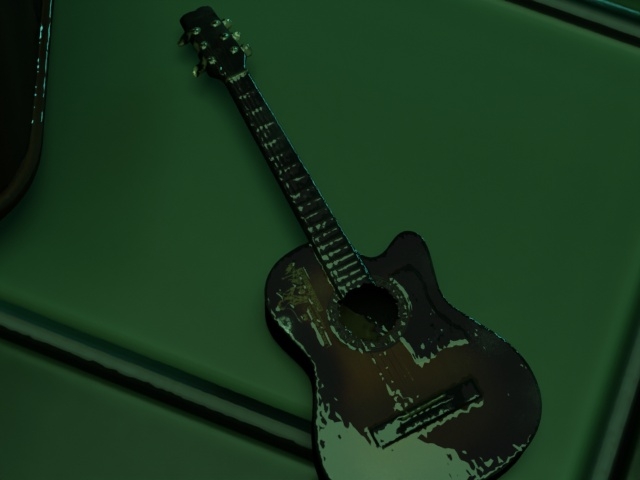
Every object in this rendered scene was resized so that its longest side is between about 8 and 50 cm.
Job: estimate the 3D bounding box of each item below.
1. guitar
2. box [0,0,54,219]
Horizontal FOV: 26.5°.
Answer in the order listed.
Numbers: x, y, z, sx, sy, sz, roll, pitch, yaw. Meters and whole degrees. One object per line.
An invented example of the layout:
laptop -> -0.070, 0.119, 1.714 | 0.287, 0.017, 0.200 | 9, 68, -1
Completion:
guitar -> 0.000, 0.000, 0.539 | 0.088, 0.025, 0.233 | -26, 70, -11
box -> -0.266, -0.162, 0.461 | 0.339, 0.229, 0.240 | 2, 59, -7
